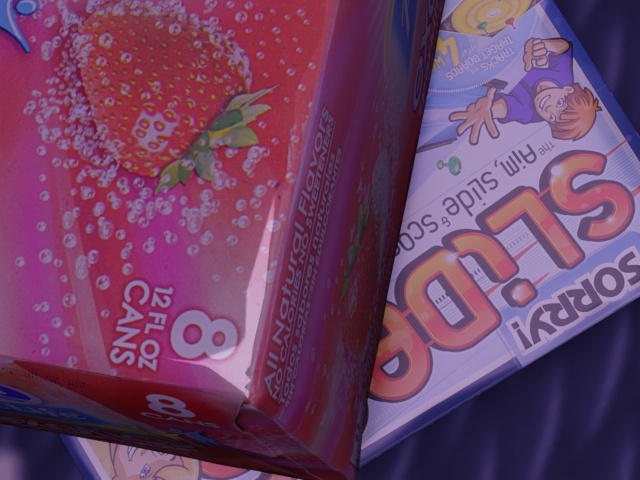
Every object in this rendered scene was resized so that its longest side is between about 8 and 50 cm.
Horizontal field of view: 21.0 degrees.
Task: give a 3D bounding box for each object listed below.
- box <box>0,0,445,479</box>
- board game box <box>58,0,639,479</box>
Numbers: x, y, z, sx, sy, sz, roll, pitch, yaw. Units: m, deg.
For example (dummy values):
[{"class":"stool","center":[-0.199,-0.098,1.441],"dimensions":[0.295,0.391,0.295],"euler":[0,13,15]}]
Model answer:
[{"class":"box","center":[-0.042,-0.098,0.469],"dimensions":[0.154,0.142,0.300],"euler":[10,77,12]},{"class":"board game box","center":[0.000,0.000,0.543],"dimensions":[0.201,0.035,0.136],"euler":[-32,85,0]}]
